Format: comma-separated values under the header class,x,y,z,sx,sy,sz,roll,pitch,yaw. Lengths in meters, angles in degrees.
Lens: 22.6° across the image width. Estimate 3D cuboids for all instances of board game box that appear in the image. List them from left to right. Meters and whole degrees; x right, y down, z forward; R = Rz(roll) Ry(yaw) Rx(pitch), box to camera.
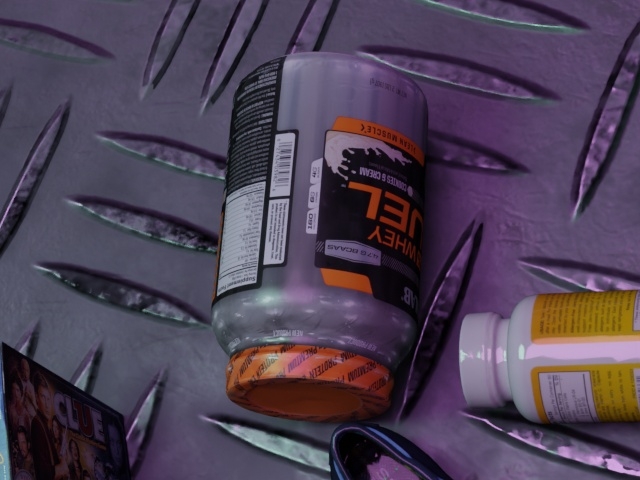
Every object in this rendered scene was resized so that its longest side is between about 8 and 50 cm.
class,x,y,z,sx,sy,sz,roll,pitch,yaw
board game box,-0.244,0.208,1.476,0.042,0.243,0.165,-18,64,14

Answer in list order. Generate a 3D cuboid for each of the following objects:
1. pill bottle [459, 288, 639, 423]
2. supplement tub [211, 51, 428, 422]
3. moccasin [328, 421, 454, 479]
class,x,y,z,sx,sy,sz,roll,pitch,yaw
pill bottle,0.234,0.104,1.421,0.208,0.117,0.117,-4,67,18
supplement tub,0.000,0.000,1.505,0.194,0.193,0.316,-3,68,19
moccasin,0.111,0.294,1.385,0.137,0.117,0.342,-47,62,-4
